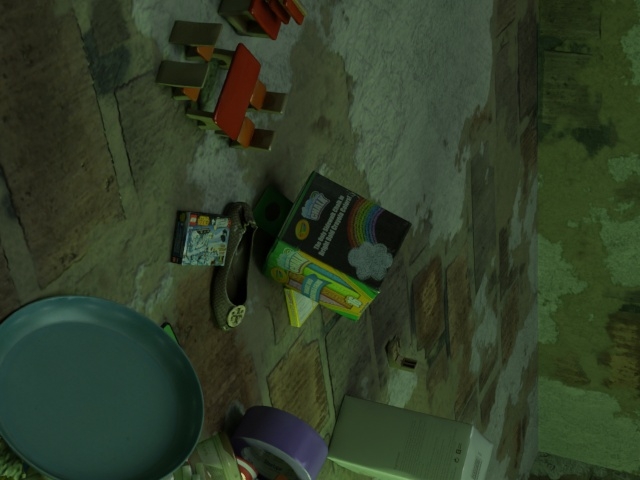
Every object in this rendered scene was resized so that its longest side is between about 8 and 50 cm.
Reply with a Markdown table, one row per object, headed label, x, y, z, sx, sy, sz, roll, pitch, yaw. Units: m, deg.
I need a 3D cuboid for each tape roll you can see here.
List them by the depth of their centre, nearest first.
| label | x | y | z | sx | sy | sz | roll | pitch | yaw |
| --- | --- | --- | --- | --- | --- | --- | --- | --- | --- |
| tape roll | -0.085 | 0.419 | 1.887 | 0.080 | 0.189 | 0.189 | -58 | 145 | -35 |

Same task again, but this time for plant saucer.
| label | x | y | z | sx | sy | sz | roll | pitch | yaw |
| --- | --- | --- | --- | --- | --- | --- | --- | --- | --- |
| plant saucer | -0.316 | 0.214 | 1.317 | 0.044 | 0.317 | 0.317 | -52 | 173 | 38 |

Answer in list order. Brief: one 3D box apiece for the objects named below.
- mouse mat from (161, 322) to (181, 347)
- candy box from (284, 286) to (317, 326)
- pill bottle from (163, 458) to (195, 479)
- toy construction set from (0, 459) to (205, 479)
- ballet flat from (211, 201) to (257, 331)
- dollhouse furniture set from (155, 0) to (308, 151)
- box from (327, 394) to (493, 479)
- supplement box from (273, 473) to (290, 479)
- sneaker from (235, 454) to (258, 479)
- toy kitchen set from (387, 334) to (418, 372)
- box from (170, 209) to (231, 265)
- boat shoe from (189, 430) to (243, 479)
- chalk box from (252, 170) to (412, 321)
| label | x | y | z | sx | sy | sz | roll | pitch | yaw |
| --- | --- | --- | --- | --- | --- | --- | --- | --- | --- |
| mouse mat | -0.279 | 0.257 | 1.659 | 0.152 | 0.007 | 0.190 | -57 | 146 | -38 |
| candy box | -0.016 | 0.091 | 2.095 | 0.206 | 0.027 | 0.105 | -49 | 137 | -46 |
| pill bottle | -0.263 | 0.441 | 1.637 | 0.108 | 0.108 | 0.180 | -53 | 143 | -42 |
| toy construction set | -0.302 | 0.325 | 1.355 | 0.215 | 0.327 | 0.151 | -127 | -132 | -65 |
| ballet flat | -0.156 | 0.051 | 1.775 | 0.084 | 0.058 | 0.250 | -3 | 101 | -62 |
| dollhouse furniture set | -0.129 | -0.305 | 1.628 | 0.262 | 0.135 | 0.259 | 40 | 63 | -59 |
| box | 0.226 | 0.524 | 2.353 | 0.215 | 0.345 | 0.168 | 46 | 57 | -58 |
| supplement box | -0.103 | 0.570 | 1.916 | 0.078 | 0.080 | 0.233 | -50 | 168 | -44 |
| sneaker | -0.179 | 0.507 | 1.849 | 0.128 | 0.087 | 0.221 | -65 | 148 | -31 |
| toy kitchen set | 0.232 | 0.305 | 2.592 | 0.083 | 0.075 | 0.068 | 78 | 33 | -43 |
| box | -0.211 | -0.003 | 1.683 | 0.137 | 0.027 | 0.094 | 6 | 95 | -63 |
| boat shoe | -0.179 | 0.499 | 1.756 | 0.098 | 0.109 | 0.302 | -19 | 113 | -13 |
| chalk box | 0.000 | 0.000 | 1.880 | 0.180 | 0.289 | 0.179 | -62 | -179 | -29 |
